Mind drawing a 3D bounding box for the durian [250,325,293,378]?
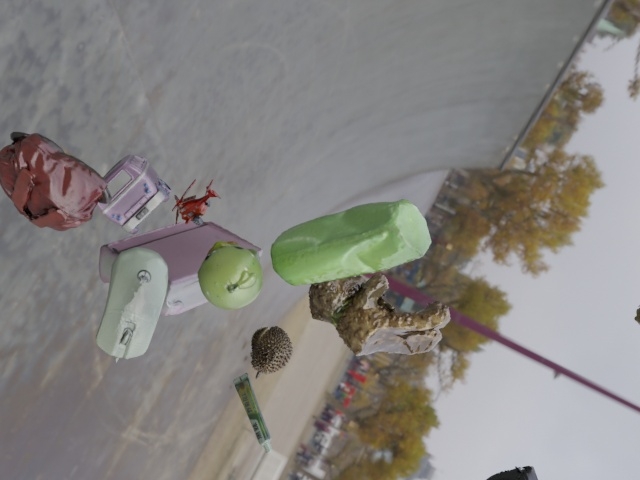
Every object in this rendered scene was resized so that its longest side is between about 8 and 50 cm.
[{"bbox_3d":[-0.128,0.275,1.885,0.071,0.110,0.140,85,30,-78],"label":"durian"}]

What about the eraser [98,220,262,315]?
[{"bbox_3d":[-0.371,0.062,2.071,0.359,0.272,0.122,-24,134,-53],"label":"eraser"}]

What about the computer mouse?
[{"bbox_3d":[-0.286,0.102,1.165,0.056,0.089,0.182,-163,-91,-72],"label":"computer mouse"}]

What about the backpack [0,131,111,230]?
[{"bbox_3d":[-0.535,-0.103,1.503,0.229,0.229,0.139,104,11,-61],"label":"backpack"}]

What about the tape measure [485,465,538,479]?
[{"bbox_3d":[0.505,0.707,2.043,0.112,0.186,0.199,58,15,-32],"label":"tape measure"}]

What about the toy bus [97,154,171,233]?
[{"bbox_3d":[-0.451,-0.117,1.841,0.142,0.142,0.202,-45,-164,3],"label":"toy bus"}]

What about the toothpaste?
[{"bbox_3d":[-0.164,0.431,1.916,0.049,0.204,0.031,-32,159,20],"label":"toothpaste"}]

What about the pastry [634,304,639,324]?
[{"bbox_3d":[1.025,0.244,2.314,0.153,0.153,0.081,85,23,-77],"label":"pastry"}]

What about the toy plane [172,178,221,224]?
[{"bbox_3d":[-0.286,-0.094,1.817,0.194,0.077,0.126,-40,-150,36],"label":"toy plane"}]

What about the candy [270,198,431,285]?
[{"bbox_3d":[0.056,0.013,1.552,0.343,0.142,0.132,-16,-165,38],"label":"candy"}]

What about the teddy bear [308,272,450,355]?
[{"bbox_3d":[0.131,0.162,1.825,0.246,0.296,0.222,98,-22,-57],"label":"teddy bear"}]

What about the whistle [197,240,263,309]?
[{"bbox_3d":[-0.199,0.046,1.634,0.141,0.141,0.294,-66,-156,19],"label":"whistle"}]
